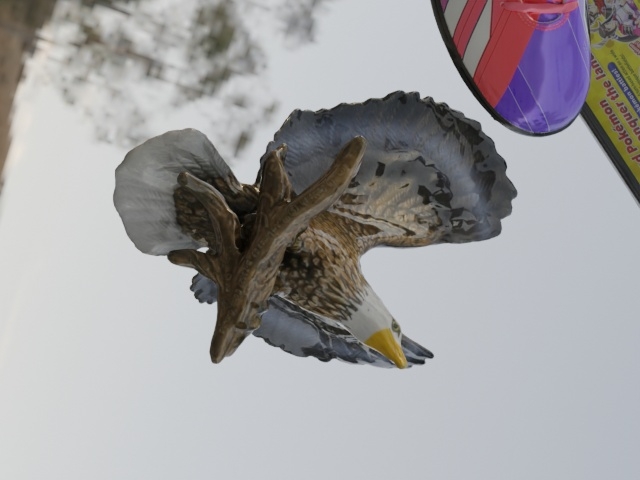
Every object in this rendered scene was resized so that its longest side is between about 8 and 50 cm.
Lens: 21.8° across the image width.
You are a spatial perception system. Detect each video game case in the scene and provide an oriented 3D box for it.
[{"bbox_3d":[0.350,-0.170,1.524,0.248,0.275,0.035,-35,-162,4],"label":"video game case"}]

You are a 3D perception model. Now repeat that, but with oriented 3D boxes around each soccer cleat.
[{"bbox_3d":[0.132,-0.226,1.084,0.116,0.108,0.318,180,-99,-66],"label":"soccer cleat"}]

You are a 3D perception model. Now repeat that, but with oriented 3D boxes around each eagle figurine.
[{"bbox_3d":[0.005,0.010,1.267,0.298,0.226,0.225,-15,93,-66],"label":"eagle figurine"}]
